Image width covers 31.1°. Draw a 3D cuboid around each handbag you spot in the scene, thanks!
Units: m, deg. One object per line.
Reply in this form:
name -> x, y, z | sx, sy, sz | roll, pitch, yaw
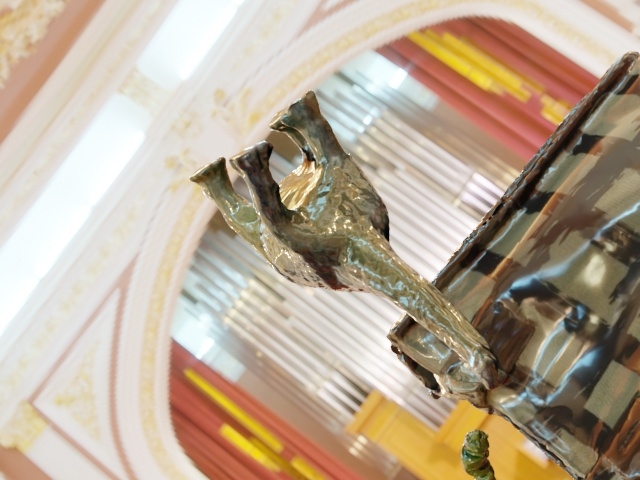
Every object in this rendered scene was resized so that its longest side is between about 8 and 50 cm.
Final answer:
handbag -> 0.263, 0.048, 0.856 | 0.327, 0.325, 0.162 | -44, -45, -10

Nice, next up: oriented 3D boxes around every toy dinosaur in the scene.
toy dinosaur -> -0.005, -0.008, 0.680 | 0.076, 0.147, 0.363 | -37, 16, -11

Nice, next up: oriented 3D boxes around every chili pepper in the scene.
chili pepper -> 0.108, 0.154, 0.763 | 0.027, 0.022, 0.083 | -54, -45, -51
